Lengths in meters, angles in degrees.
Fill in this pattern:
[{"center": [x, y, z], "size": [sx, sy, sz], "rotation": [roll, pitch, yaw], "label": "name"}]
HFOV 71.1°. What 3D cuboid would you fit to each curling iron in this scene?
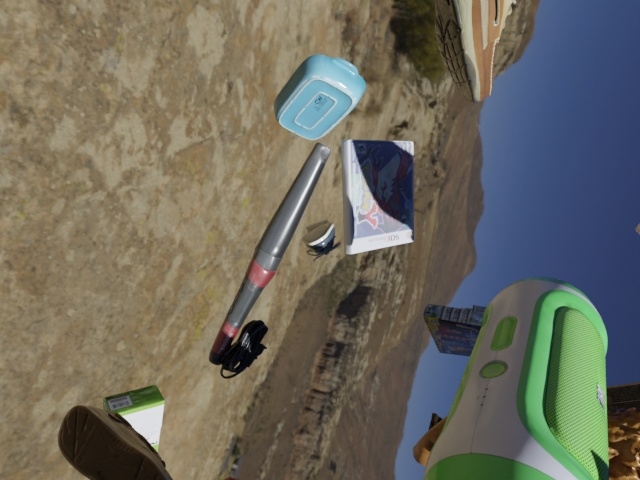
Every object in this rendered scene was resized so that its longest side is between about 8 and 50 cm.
[{"center": [-0.054, 0.025, 0.477], "size": [0.068, 0.035, 0.274], "rotation": [0, 115, -59], "label": "curling iron"}]

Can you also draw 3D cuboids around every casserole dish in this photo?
[{"center": [-0.007, -0.227, 0.745], "size": [0.188, 0.114, 0.037], "rotation": [-32, -137, 52], "label": "casserole dish"}]

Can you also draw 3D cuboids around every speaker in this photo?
[{"center": [0.186, 0.145, 0.399], "size": [0.296, 0.131, 0.131], "rotation": [-38, 142, -52], "label": "speaker"}]

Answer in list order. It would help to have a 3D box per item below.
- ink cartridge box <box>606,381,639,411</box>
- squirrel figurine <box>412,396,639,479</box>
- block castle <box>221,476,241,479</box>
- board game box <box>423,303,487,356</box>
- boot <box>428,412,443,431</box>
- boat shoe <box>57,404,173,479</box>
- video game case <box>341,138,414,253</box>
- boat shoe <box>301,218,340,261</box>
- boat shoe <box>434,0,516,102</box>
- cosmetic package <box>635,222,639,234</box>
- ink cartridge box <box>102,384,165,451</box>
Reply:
[{"center": [0.653, 0.436, 0.991], "size": [0.088, 0.193, 0.235], "rotation": [-73, 143, -60], "label": "ink cartridge box"}, {"center": [0.399, 0.403, 0.732], "size": [0.370, 0.281, 0.397], "rotation": [56, -24, 32], "label": "squirrel figurine"}, {"center": [-0.164, 0.639, 0.670], "size": [0.303, 0.212, 0.453], "rotation": [9, -109, 61], "label": "block castle"}, {"center": [0.324, 0.185, 0.900], "size": [0.194, 0.194, 0.060], "rotation": [56, 47, -49], "label": "board game box"}, {"center": [0.300, 0.472, 0.964], "size": [0.077, 0.137, 0.198], "rotation": [-39, 126, -58], "label": "boot"}, {"center": [-0.327, 0.416, 0.804], "size": [0.123, 0.342, 0.123], "rotation": [-61, 152, -6], "label": "boat shoe"}, {"center": [0.113, -0.086, 0.841], "size": [0.183, 0.023, 0.201], "rotation": [-9, 101, -40], "label": "video game case"}, {"center": [0.000, 0.000, 1.198], "size": [0.254, 0.095, 0.079], "rotation": [-126, -167, -80], "label": "boat shoe"}, {"center": [0.248, -0.369, 0.701], "size": [0.324, 0.119, 0.123], "rotation": [58, 10, -47], "label": "boat shoe"}, {"center": [0.785, -0.029, 0.852], "size": [0.225, 0.224, 0.138], "rotation": [-49, -170, -2], "label": "cosmetic package"}, {"center": [-0.680, 0.672, 1.611], "size": [0.188, 0.097, 0.255], "rotation": [-3, 116, -39], "label": "ink cartridge box"}]
